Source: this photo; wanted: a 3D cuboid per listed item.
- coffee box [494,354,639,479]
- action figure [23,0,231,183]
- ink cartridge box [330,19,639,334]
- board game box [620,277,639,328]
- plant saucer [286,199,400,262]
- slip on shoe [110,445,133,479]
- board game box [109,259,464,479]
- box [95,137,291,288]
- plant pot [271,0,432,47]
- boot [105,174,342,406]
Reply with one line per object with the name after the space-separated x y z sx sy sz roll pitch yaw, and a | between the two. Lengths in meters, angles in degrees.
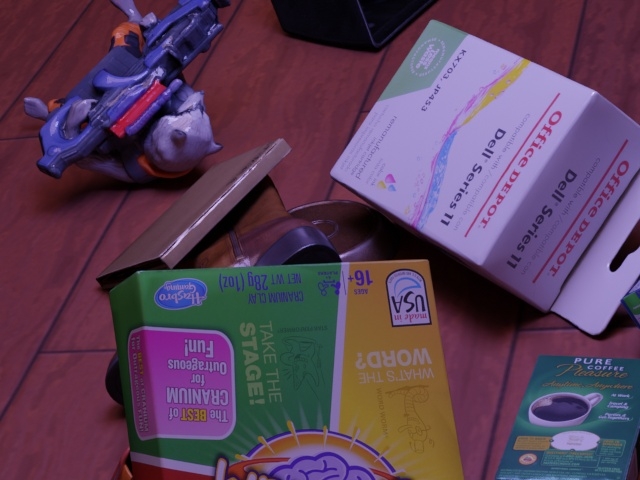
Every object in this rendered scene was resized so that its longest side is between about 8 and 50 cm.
0.223 0.165 1.613 0.113 0.040 0.184 0 31 19 | coffee box
-0.197 -0.190 2.276 0.341 0.178 0.330 -42 38 -1 | action figure
0.188 -0.069 1.868 0.207 0.119 0.353 -57 38 0 | ink cartridge box
0.372 0.003 1.749 0.136 0.035 0.201 -32 3 37 | board game box
0.000 0.000 2.005 0.168 0.029 0.168 -8 29 5 | plant saucer
-0.123 0.200 1.532 0.123 0.101 0.331 -30 4 -36 | slip on shoe
-0.013 0.177 1.367 0.242 0.316 0.064 -3 -14 -26 | board game box
-0.137 -0.027 2.007 0.201 0.021 0.164 -46 15 -28 | box
0.025 -0.366 2.505 0.167 0.188 0.187 -5 27 40 | plant pot
-0.127 0.040 1.907 0.264 0.096 0.280 -41 25 -3 | boot
